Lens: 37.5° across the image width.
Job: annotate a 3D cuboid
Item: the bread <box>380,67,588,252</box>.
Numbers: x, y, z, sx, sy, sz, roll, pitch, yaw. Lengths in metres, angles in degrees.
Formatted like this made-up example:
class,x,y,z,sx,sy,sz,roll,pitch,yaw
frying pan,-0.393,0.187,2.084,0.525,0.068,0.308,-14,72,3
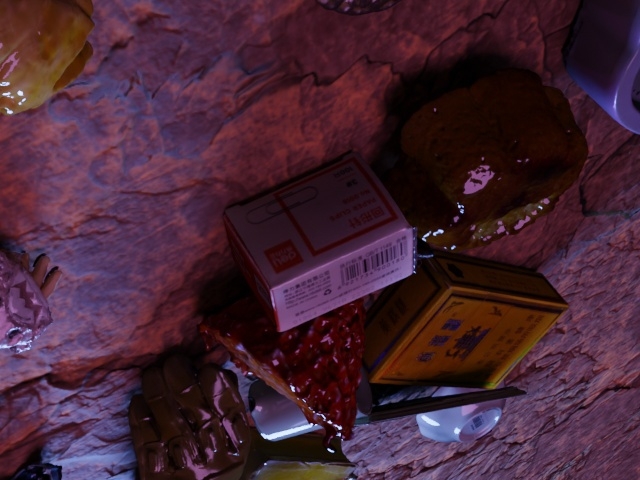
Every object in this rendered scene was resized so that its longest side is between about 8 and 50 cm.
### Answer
class,x,y,z,sx,sy,sz,roll,pitch,yaw
bread,0.193,-0.087,1.115,0.246,0.135,0.232,-16,153,-27

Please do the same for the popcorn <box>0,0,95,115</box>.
class,x,y,z,sx,sy,sz,roll,pitch,yaw
popcorn,-0.234,-0.169,0.685,0.152,0.167,0.148,-13,118,31

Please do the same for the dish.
class,x,y,z,sx,sy,sz,roll,pitch,yaw
dish,0.261,0.300,1.643,0.190,0.066,0.191,-21,141,-19

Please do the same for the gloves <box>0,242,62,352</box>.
class,x,y,z,sx,sy,sz,roll,pitch,yaw
gloves,-0.329,0.065,0.919,0.144,0.094,0.110,-31,132,7

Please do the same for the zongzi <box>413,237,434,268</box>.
class,x,y,z,sx,sy,sz,roll,pitch,yaw
zongzi,0.117,0.010,1.213,0.083,0.073,0.067,-35,125,-2

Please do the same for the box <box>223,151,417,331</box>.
class,x,y,z,sx,sy,sz,roll,pitch,yaw
box,0.000,0.000,1.063,0.182,0.133,0.099,-23,142,-13

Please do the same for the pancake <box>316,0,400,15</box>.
class,x,y,z,sx,sy,sz,roll,pitch,yaw
pancake,0.059,-0.295,0.878,0.199,0.021,0.199,-21,141,-18

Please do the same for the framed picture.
class,x,y,z,sx,sy,sz,roll,pitch,yaw
framed picture,0.127,0.251,1.424,0.296,0.019,0.232,-3,170,-33

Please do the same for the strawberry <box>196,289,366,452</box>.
class,x,y,z,sx,sy,sz,roll,pitch,yaw
strawberry,-0.011,0.119,1.139,0.178,0.234,0.234,-51,145,-12

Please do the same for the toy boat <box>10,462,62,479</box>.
class,x,y,z,sx,sy,sz,roll,pitch,yaw
toy boat,-0.375,0.325,1.185,0.137,0.060,0.061,-43,164,16

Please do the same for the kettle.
class,x,y,z,sx,sy,sz,roll,pitch,yaw
kettle,-0.012,0.209,1.290,0.148,0.098,0.127,-23,-175,19

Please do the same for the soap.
class,x,y,z,sx,sy,sz,roll,pitch,yaw
soap,-0.059,0.365,1.461,0.233,0.076,0.135,20,116,-46

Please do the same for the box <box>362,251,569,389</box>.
class,x,y,z,sx,sy,sz,roll,pitch,yaw
box,0.206,0.124,1.394,0.301,0.084,0.193,11,124,-44

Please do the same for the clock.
class,x,y,z,sx,sy,sz,roll,pitch,yaw
clock,0.459,-0.283,1.134,0.338,0.102,0.339,-22,142,-19

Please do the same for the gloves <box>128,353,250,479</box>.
class,x,y,z,sx,sy,sz,roll,pitch,yaw
gloves,-0.174,0.287,1.232,0.154,0.141,0.331,-6,134,-32
